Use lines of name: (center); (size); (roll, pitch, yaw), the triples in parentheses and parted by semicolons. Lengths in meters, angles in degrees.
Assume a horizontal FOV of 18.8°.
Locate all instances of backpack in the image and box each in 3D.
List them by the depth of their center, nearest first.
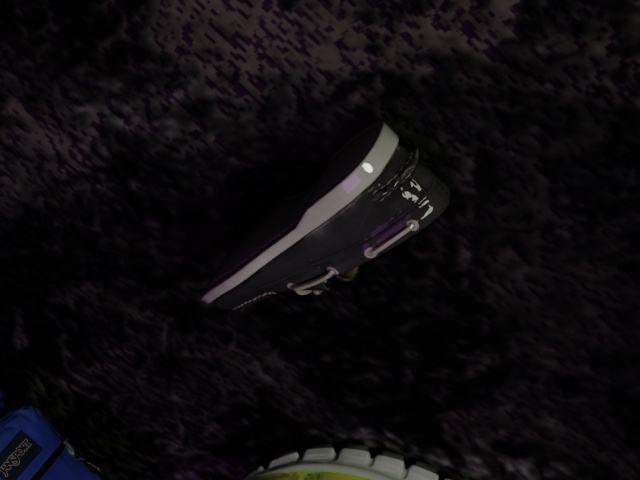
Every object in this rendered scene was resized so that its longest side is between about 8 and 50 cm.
backpack: (-0.162, 0.119, 0.925); (0.120, 0.098, 0.101); (45, 134, -7)

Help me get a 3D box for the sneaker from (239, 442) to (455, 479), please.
sneaker: (0.044, 0.155, 0.841); (0.208, 0.094, 0.081); (12, 146, 21)

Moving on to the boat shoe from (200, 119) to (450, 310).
boat shoe: (0.000, 0.000, 0.704); (0.038, 0.046, 0.125); (39, 136, -12)
